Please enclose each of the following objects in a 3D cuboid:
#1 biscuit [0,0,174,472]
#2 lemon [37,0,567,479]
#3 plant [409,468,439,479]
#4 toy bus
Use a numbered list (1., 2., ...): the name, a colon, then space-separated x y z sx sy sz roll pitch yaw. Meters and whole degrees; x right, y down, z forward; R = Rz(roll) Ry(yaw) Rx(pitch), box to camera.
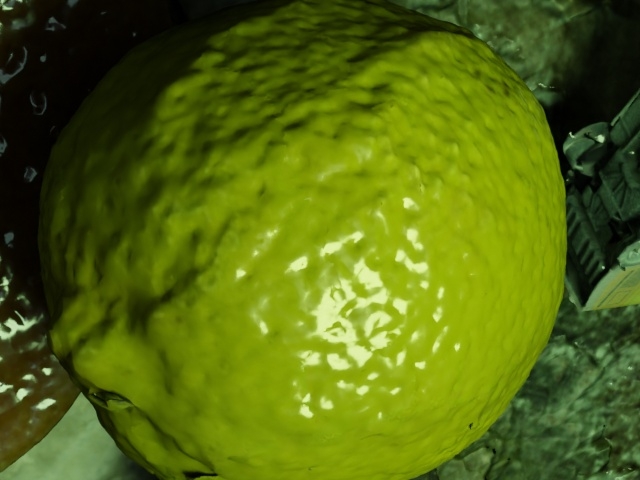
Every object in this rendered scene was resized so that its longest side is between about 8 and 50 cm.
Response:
1. biscuit: -0.252 -0.041 0.703 0.350 0.070 0.394 19 98 -32
2. lemon: 0.000 0.000 0.670 0.322 0.268 0.268 -35 124 -45
3. plant: -0.024 0.179 0.861 0.194 0.132 0.129 -16 111 -25
4. toy bus: 0.264 -0.074 0.819 0.138 0.097 0.342 -2 147 -28
